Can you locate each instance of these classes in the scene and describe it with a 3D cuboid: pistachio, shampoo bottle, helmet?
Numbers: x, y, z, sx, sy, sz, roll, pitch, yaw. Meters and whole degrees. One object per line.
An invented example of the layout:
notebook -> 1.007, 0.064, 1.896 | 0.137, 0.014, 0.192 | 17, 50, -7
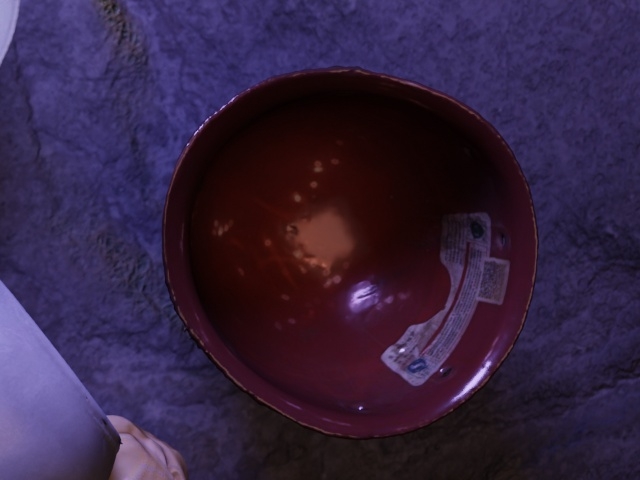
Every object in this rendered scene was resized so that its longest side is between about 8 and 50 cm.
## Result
pistachio -> -0.210, 0.288, 1.782 | 0.157, 0.157, 0.230 | 10, 102, -28
shampoo bottle -> -0.341, 0.179, 1.619 | 0.266, 0.273, 0.273 | -37, 114, -8
helmet -> 0.000, 0.000, 1.776 | 0.385, 0.230, 0.338 | 20, 90, -20

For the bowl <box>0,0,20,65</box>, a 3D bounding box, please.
bowl -> -0.410, -0.225, 1.572 | 0.277, 0.145, 0.277 | -6, 105, -25
